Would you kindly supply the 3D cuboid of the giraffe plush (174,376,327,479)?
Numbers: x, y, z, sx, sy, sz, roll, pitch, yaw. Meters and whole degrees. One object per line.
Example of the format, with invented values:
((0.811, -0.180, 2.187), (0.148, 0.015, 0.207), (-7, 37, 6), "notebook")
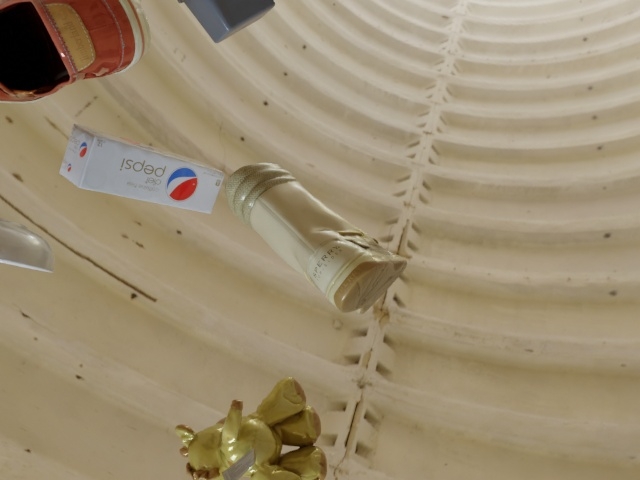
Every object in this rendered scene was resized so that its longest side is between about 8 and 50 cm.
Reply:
((-0.118, 0.316, 0.716), (0.210, 0.171, 0.181), (8, -116, -51), "giraffe plush")

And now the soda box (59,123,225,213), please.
((-0.249, -0.098, 0.698), (0.069, 0.073, 0.216), (28, -169, 37), "soda box")

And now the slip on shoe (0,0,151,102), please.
((-0.328, -0.208, 0.521), (0.331, 0.123, 0.101), (6, -144, 33), "slip on shoe")

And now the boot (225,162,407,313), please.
((0.000, 0.000, 0.616), (0.203, 0.262, 0.095), (40, -83, 16), "boot")

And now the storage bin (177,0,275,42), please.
((-0.134, -0.371, 0.725), (0.135, 0.091, 0.098), (-45, -158, -28), "storage bin")

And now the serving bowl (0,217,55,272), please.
((-0.220, -0.001, 0.319), (0.083, 0.083, 0.027), (12, -101, 4), "serving bowl")
